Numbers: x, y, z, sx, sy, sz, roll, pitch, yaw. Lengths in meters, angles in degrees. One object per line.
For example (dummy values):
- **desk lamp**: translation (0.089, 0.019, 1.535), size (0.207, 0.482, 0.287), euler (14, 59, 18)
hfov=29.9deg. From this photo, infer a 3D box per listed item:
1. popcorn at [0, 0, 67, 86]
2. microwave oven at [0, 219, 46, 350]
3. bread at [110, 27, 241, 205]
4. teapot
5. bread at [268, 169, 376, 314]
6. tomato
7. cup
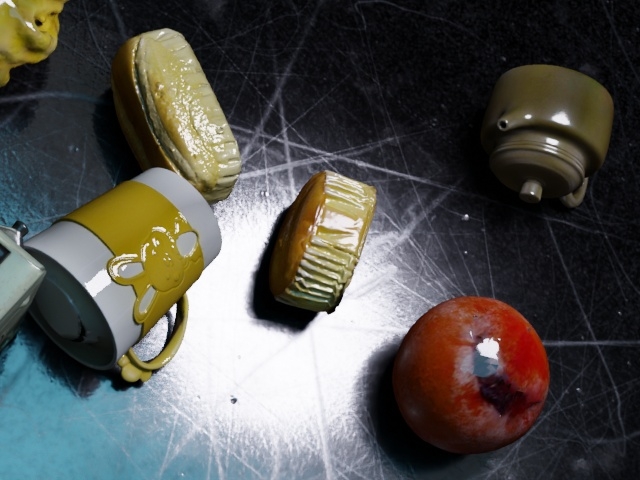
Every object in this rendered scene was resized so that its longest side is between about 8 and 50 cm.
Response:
- **popcorn**: translation (-0.453, -0.348, 1.496), size (0.297, 0.281, 0.315), euler (11, 79, -35)
- **microwave oven**: translation (-0.517, 0.001, 1.296), size (0.394, 0.333, 0.247), euler (41, 67, -4)
- **bread**: translation (-0.197, -0.156, 1.582), size (0.106, 0.140, 0.236), euler (-21, 79, -29)
- **teapot**: translation (0.329, -0.131, 1.755), size (0.268, 0.186, 0.175), euler (39, 62, -44)
- **bread**: translation (0.000, 0.000, 1.605), size (0.114, 0.132, 0.190), euler (19, 63, -11)
- **tomato**: translation (0.203, 0.177, 1.586), size (0.208, 0.184, 0.208), euler (7, 67, -18)
- **cup**: translation (-0.237, 0.050, 1.490), size (0.226, 0.185, 0.241), euler (-43, 121, -33)
